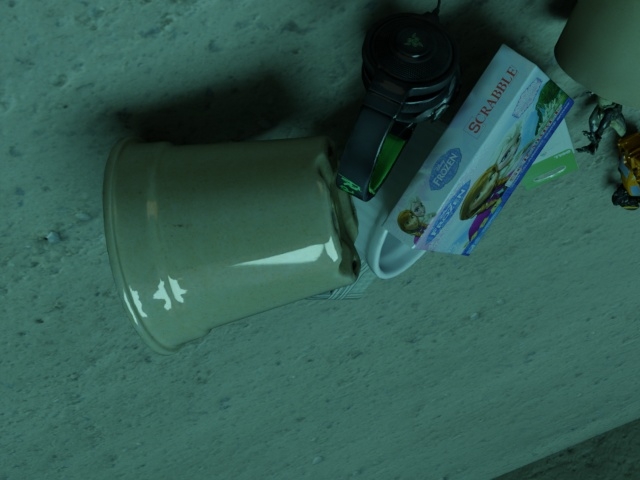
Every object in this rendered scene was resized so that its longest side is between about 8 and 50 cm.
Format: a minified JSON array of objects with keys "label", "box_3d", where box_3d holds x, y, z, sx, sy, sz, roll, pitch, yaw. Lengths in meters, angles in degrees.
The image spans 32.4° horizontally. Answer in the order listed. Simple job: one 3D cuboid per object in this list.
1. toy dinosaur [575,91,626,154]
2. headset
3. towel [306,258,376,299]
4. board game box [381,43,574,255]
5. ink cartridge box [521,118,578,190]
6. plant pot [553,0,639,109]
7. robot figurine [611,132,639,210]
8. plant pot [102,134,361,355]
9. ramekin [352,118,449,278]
[{"label":"toy dinosaur","box_3d":[0.496,-0.213,1.930,0.118,0.064,0.268,-59,149,-11]},{"label":"headset","box_3d":[0.154,-0.228,1.534,0.394,0.185,0.243,-65,172,1]},{"label":"towel","box_3d":[0.033,0.019,2.082,0.312,0.056,0.324,6,140,-35]},{"label":"board game box","box_3d":[0.255,-0.125,1.716,0.318,0.066,0.318,-57,160,11]},{"label":"ink cartridge box","box_3d":[0.384,-0.178,1.956,0.109,0.062,0.209,-25,148,9]},{"label":"plant pot","box_3d":[0.500,-0.365,1.594,0.257,0.256,0.274,-6,130,-21]},{"label":"robot figurine","box_3d":[0.659,-0.142,2.127,0.211,0.085,0.291,-32,149,5]},{"label":"plant pot","box_3d":[-0.110,-0.017,1.619,0.306,0.333,0.334,-10,150,12]},{"label":"ramekin","box_3d":[0.129,-0.086,1.797,0.277,0.135,0.277,-44,157,-24]}]
